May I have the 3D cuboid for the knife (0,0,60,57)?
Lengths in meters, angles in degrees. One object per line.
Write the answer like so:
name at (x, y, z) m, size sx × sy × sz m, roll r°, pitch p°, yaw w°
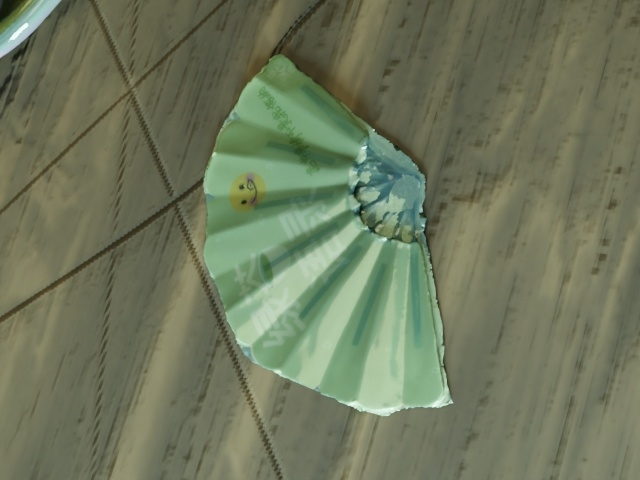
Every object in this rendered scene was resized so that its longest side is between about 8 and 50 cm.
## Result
knife at (-0.107, -0.223, 1.152) m, size 0.343 × 0.027 × 0.061 m, roll -48°, pitch 42°, yaw 1°

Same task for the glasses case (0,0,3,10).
glasses case at (-0.219, -0.160, 1.138) m, size 0.072 × 0.042 × 0.191 m, roll 4°, pitch 56°, yaw 7°

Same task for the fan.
fan at (0.000, 0.000, 1.017) m, size 0.131 × 0.009 × 0.240 m, roll -33°, pitch 59°, yaw 11°
